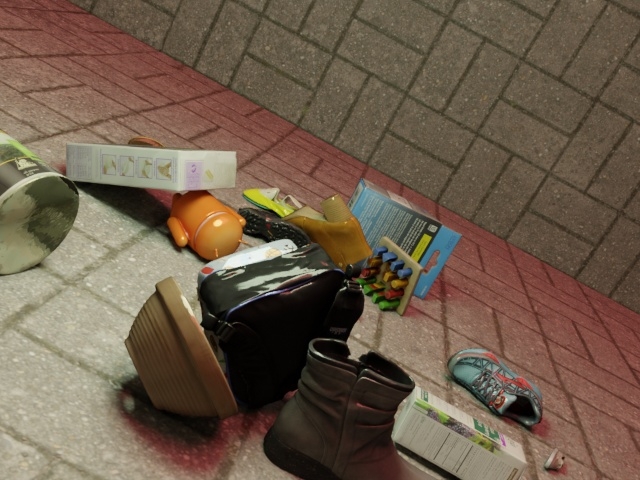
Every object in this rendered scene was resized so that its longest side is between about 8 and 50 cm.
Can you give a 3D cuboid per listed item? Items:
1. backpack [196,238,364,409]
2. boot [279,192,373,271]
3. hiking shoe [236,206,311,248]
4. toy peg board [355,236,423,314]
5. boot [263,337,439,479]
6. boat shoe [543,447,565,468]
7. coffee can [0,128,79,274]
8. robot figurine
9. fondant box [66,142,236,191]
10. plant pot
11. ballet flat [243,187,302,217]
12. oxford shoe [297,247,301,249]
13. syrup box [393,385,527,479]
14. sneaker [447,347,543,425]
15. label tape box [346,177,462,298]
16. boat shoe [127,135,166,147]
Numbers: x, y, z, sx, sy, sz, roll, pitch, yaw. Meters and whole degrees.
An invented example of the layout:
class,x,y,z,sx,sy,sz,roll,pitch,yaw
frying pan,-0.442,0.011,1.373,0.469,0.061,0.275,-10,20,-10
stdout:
class,x,y,z,sx,sy,sz,roll,pitch,yaw
backpack,-0.088,0.144,1.204,0.276,0.263,0.213,-14,36,-22
boot,0.001,-0.001,1.993,0.104,0.295,0.211,-34,102,-43
hiking shoe,-0.125,-0.039,1.955,0.227,0.086,0.114,27,18,-10
toy peg board,0.178,0.101,1.933,0.079,0.161,0.161,-10,39,-39
boot,0.097,0.307,1.119,0.338,0.223,0.118,25,18,-11
boat shoe,0.526,0.492,1.571,0.035,0.035,0.100,34,12,25
coffee can,-0.593,-0.098,1.228,0.275,0.201,0.201,35,19,16
robot figurine,-0.271,-0.036,1.664,0.219,0.128,0.158,40,5,33
fondant box,-0.403,-0.179,1.692,0.330,0.096,0.238,6,8,24
plant pot,-0.226,0.183,1.083,0.109,0.237,0.237,-27,42,-14
ballet flat,-0.129,-0.117,2.172,0.231,0.077,0.077,32,19,11
oxford shoe,-0.002,0.120,1.753,0.227,0.083,0.096,33,41,6
syrup box,0.264,0.385,1.342,0.237,0.096,0.093,28,10,5
sneaker,0.427,0.353,1.689,0.262,0.104,0.125,28,20,-2
label tape box,0.216,-0.003,2.120,0.333,0.241,0.106,25,16,-14
boat shoe,-0.470,-0.248,2.040,0.178,0.064,0.060,24,17,-24
